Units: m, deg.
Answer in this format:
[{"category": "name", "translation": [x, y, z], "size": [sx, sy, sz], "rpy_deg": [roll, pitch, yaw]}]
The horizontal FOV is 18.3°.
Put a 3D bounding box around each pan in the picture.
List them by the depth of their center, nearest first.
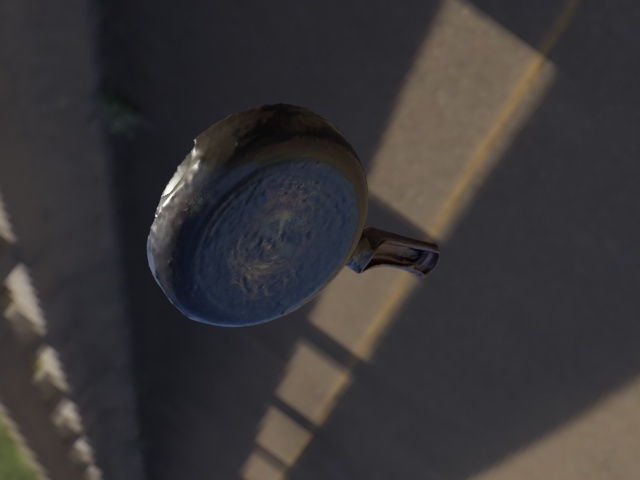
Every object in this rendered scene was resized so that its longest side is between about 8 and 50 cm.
[{"category": "pan", "translation": [0.002, 0.002, 0.967], "size": [0.212, 0.115, 0.040], "rpy_deg": [17, -158, -51]}]
